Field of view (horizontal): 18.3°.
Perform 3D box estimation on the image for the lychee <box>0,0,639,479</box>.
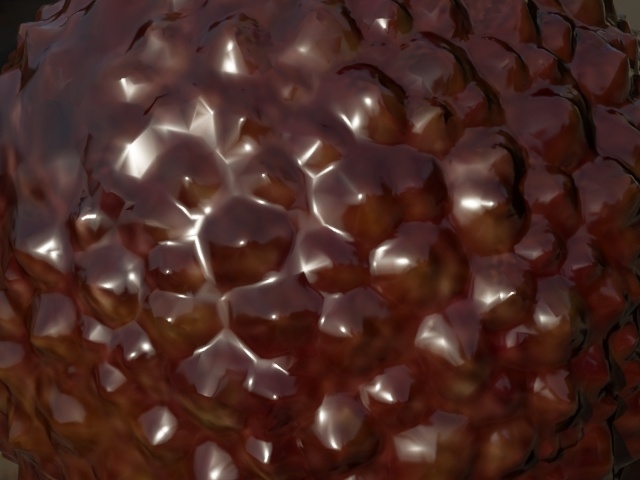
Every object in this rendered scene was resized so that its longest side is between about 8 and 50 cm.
[{"bbox_3d":[0.000,0.000,0.678,0.264,0.264,0.300,-15,43,-27],"label":"lychee"}]
